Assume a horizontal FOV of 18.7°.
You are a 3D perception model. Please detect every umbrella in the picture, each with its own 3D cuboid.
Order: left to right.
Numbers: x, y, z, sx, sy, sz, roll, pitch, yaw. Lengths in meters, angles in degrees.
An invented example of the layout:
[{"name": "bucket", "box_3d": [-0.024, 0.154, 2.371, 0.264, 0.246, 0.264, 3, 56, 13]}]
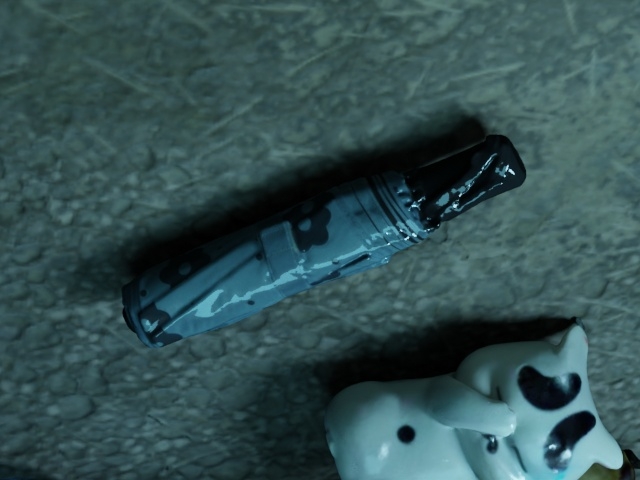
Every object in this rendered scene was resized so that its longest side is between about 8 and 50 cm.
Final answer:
[{"name": "umbrella", "box_3d": [0.001, 0.001, 1.132, 0.250, 0.052, 0.053, -23, 179, 10]}]

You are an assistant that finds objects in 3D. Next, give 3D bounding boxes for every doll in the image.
[{"name": "doll", "box_3d": [0.091, 0.126, 1.236, 0.180, 0.110, 0.107, -19, 180, 15]}]

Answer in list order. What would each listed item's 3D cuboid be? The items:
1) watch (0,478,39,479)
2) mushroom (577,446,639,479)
[{"name": "watch", "box_3d": [-0.224, 0.248, 1.248, 0.274, 0.241, 0.305, 8, 131, -41]}, {"name": "mushroom", "box_3d": [0.088, 0.285, 1.313, 0.345, 0.260, 0.345, -15, 178, -1]}]
